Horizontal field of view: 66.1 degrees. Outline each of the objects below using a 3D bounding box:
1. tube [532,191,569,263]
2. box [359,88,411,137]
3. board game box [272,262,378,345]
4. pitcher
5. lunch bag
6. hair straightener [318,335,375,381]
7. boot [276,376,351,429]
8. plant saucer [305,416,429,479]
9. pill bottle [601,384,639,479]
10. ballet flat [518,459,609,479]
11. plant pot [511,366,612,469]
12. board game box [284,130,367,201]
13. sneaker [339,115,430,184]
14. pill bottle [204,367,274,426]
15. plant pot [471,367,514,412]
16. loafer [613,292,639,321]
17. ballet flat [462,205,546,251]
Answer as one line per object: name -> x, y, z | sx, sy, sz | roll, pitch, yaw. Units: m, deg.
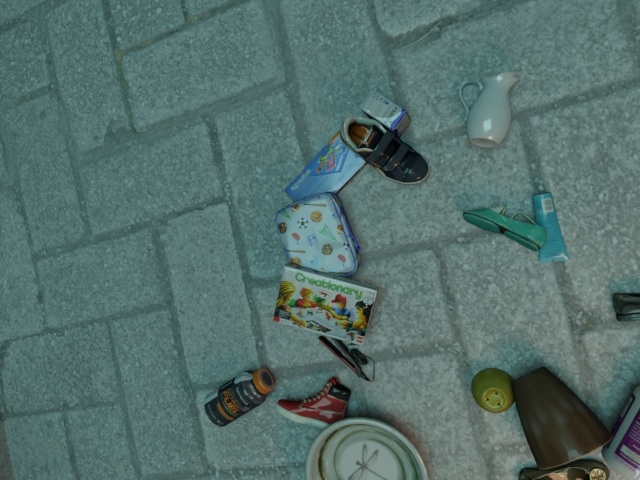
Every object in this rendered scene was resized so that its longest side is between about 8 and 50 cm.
tube -> 0.668, -0.037, 1.444 | 0.080, 0.052, 0.207 | -10, 93, 29
box -> 0.206, -0.399, 1.550 | 0.137, 0.126, 0.072 | 38, 101, 14
board game box -> 0.014, 0.203, 1.575 | 0.305, 0.053, 0.192 | 14, 104, 7
pitcher -> 0.484, -0.389, 1.469 | 0.178, 0.125, 0.207 | 10, 84, 39
lunch bag -> 0.000, 0.000, 1.628 | 0.243, 0.115, 0.303 | -20, 93, 13
hair straightener -> 0.101, 0.379, 1.648 | 0.230, 0.047, 0.089 | 45, 105, 13
boot -> -0.023, 0.535, 1.679 | 0.244, 0.088, 0.176 | 12, 95, 10
plant saucer -> 0.154, 0.754, 1.604 | 0.401, 0.100, 0.400 | 2, 96, 16
pill bottle -> 0.900, 0.495, 1.312 | 0.169, 0.169, 0.301 | 25, 100, 17
ballet flat -> 0.711, 0.697, 1.440 | 0.250, 0.058, 0.084 | -13, 88, 19
plant pot -> 0.652, 0.488, 1.396 | 0.215, 0.215, 0.230 | -34, 66, 17
board game box -> 0.019, -0.220, 1.672 | 0.281, 0.027, 0.145 | -45, 79, 15
sneaker -> 0.196, -0.282, 1.543 | 0.321, 0.127, 0.126 | 30, 88, 10
pill bottle -> -0.282, 0.548, 1.743 | 0.246, 0.130, 0.130 | -35, 80, 16
plant pot -> 0.522, 0.462, 1.480 | 0.134, 0.095, 0.134 | 0, 91, 19
loafer -> 0.944, 0.159, 1.331 | 0.268, 0.096, 0.084 | -15, 81, 21
ballet flat -> 0.553, -0.054, 1.464 | 0.247, 0.083, 0.087 | 28, 80, 28
